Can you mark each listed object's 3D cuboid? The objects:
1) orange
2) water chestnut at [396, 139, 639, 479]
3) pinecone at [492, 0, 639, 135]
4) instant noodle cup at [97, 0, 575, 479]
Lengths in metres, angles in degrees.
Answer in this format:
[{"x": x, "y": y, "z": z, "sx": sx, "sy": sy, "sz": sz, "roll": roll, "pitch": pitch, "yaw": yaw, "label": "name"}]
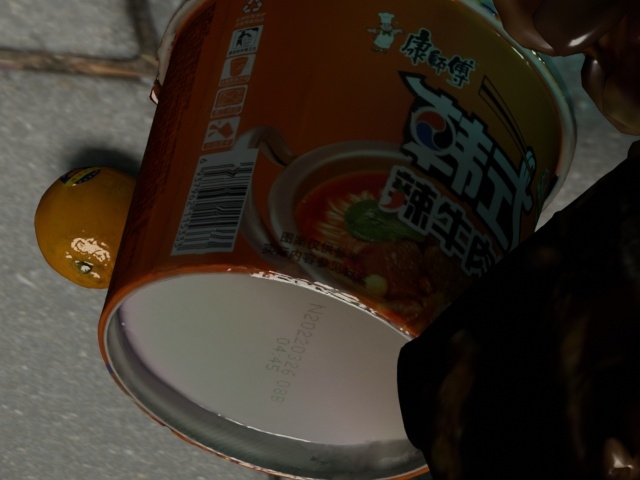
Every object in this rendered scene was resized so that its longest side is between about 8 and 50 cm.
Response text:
[{"x": -0.145, "y": -0.008, "z": 0.868, "sx": 0.083, "sy": 0.083, "sz": 0.083, "roll": 11, "pitch": 143, "yaw": 9, "label": "orange"}, {"x": 0.216, "y": 0.088, "z": 0.506, "sx": 0.347, "sy": 0.335, "sz": 0.335, "roll": -32, "pitch": 123, "yaw": 26, "label": "water chestnut"}, {"x": 0.163, "y": -0.132, "z": 0.421, "sx": 0.246, "sy": 0.292, "sz": 0.246, "roll": 32, "pitch": 139, "yaw": 33, "label": "pinecone"}, {"x": 0.000, "y": 0.000, "z": 0.723, "sx": 0.250, "sy": 0.192, "sz": 0.250, "roll": 11, "pitch": 143, "yaw": 9, "label": "instant noodle cup"}]
